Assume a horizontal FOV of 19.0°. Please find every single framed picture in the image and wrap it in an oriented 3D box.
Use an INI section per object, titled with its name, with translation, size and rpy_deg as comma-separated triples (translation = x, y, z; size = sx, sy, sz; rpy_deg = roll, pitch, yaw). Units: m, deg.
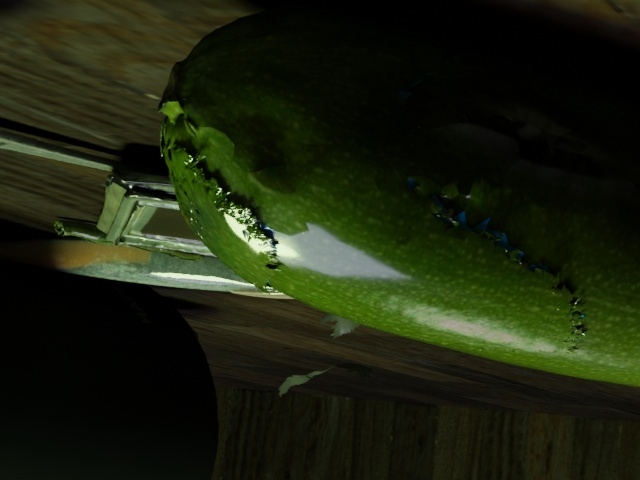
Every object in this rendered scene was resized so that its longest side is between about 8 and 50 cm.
[framed picture]
translation = 0.000, 0.000, 0.849
size = 0.197, 0.014, 0.252
rpy_deg = 7, 175, -7

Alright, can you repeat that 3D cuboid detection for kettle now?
[kettle]
translation = -0.228, 0.069, 1.076
size = 0.203, 0.262, 0.308
rpy_deg = -29, 159, 19

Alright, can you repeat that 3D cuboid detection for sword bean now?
[sword bean]
translation = -0.097, 0.000, 0.980
size = 0.083, 0.012, 0.012
rpy_deg = 12, 171, -29

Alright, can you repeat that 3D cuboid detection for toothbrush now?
[toothbrush]
translation = 0.003, 0.023, 1.013
size = 0.375, 0.037, 0.028
rpy_deg = 7, 170, 12

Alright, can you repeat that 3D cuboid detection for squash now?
[squash]
translation = 0.100, 0.000, 0.541
size = 0.331, 0.087, 0.087
rpy_deg = 9, 172, -35

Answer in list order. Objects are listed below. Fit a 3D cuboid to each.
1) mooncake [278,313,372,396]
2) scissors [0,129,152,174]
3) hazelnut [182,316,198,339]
[mooncake]
translation = -0.121, 0.020, 0.864
size = 0.347, 0.057, 0.150
rpy_deg = 13, -174, -34
[scissors]
translation = -0.130, -0.041, 0.689
size = 0.100, 0.015, 0.189
rpy_deg = 1, 174, 42
[hazelnut]
translation = -0.160, 0.095, 1.385
size = 0.150, 0.150, 0.150
rpy_deg = 6, 173, 1
